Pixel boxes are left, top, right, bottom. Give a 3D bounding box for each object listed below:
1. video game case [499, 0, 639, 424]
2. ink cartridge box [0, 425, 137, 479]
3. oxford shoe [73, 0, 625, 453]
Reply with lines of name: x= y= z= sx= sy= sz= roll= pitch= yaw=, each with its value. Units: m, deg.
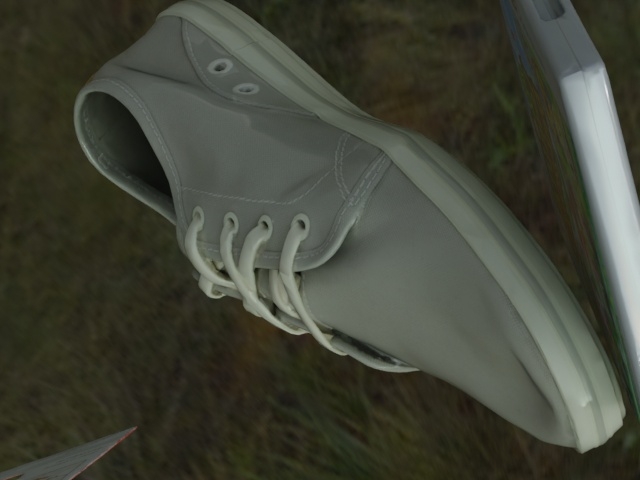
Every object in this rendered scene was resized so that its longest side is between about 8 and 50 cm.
video game case: x=0.123 y=-0.035 z=0.910 sx=0.023 sy=0.212 sz=0.193 roll=-18 pitch=33 yaw=4
ink cartridge box: x=-0.194 y=0.166 z=0.838 sx=0.189 sy=0.232 sz=0.066 roll=-20 pitch=92 yaw=25
oxford shoe: x=0.000 y=0.000 z=1.076 sx=0.130 sy=0.169 sz=0.449 roll=-34 pitch=43 yaw=-17
